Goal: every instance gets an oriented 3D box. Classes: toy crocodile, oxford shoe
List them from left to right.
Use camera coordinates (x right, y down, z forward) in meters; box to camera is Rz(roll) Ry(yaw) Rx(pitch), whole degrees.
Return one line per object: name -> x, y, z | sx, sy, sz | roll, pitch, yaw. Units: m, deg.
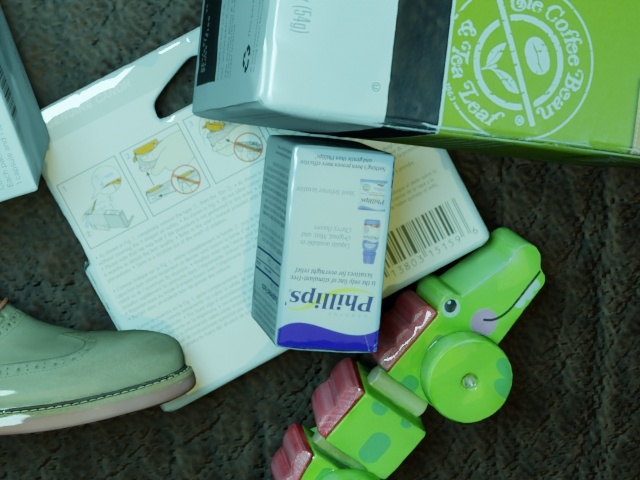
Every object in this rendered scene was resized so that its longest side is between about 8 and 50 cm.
oxford shoe -> -0.261, 0.065, 1.309 | 0.348, 0.123, 0.130 | 1, 94, -2
toy crocodile -> 0.042, 0.126, 1.416 | 0.105, 0.115, 0.340 | 37, 97, -19

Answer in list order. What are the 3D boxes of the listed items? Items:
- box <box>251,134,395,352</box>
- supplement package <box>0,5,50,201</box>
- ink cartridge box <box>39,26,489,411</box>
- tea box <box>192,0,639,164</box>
box -> 0.000, 0.000, 1.302 | 0.072, 0.126, 0.137 | 5, 96, -10
supplement package -> -0.320, -0.074, 1.253 | 0.244, 0.134, 0.139 | -18, 108, 2
ink cartridge box -> -0.050, -0.042, 1.384 | 0.275, 0.060, 0.239 | -28, 98, -4
tea box -> 0.104, -0.225, 1.256 | 0.323, 0.220, 0.329 | 5, 91, -16
